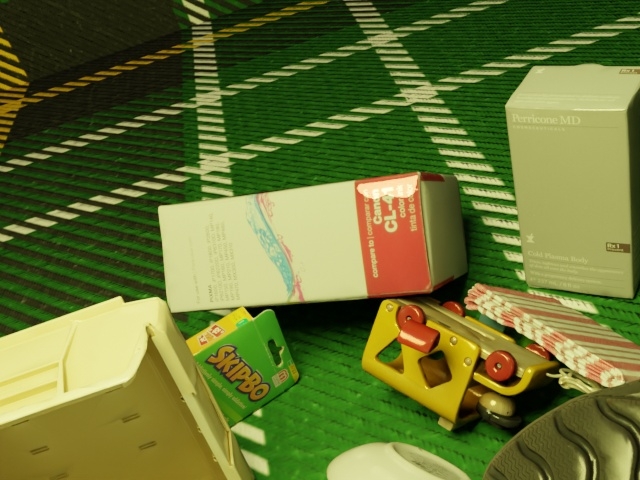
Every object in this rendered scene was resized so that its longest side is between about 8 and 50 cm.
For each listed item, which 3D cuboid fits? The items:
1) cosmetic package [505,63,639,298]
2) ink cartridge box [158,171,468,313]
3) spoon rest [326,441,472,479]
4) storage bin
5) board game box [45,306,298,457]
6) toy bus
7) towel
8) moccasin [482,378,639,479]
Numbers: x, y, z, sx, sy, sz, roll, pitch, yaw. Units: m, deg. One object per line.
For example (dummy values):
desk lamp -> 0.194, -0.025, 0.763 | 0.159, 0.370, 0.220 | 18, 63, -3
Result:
cosmetic package -> 0.284, -0.063, 0.847 | 0.127, 0.238, 0.107 | 6, 41, 34
ink cartridge box -> 0.000, 0.000, 0.917 | 0.306, 0.131, 0.226 | -4, 3, 19
spoon rest -> 0.111, 0.230, 0.572 | 0.276, 0.137, 0.084 | 23, 91, 47
storage bin -> -0.214, 0.211, 0.692 | 0.260, 0.262, 0.123 | -19, 32, 1
board game box -> -0.148, 0.173, 0.832 | 0.259, 0.124, 0.039 | -29, 40, -15
toy bus -> 0.141, 0.131, 0.764 | 0.191, 0.104, 0.202 | 16, 12, -9
towel -> 0.250, 0.098, 0.760 | 0.144, 0.029, 0.197 | 11, 15, -37
moccasin -> 0.307, 0.161, 0.616 | 0.380, 0.147, 0.139 | -32, 48, 14
